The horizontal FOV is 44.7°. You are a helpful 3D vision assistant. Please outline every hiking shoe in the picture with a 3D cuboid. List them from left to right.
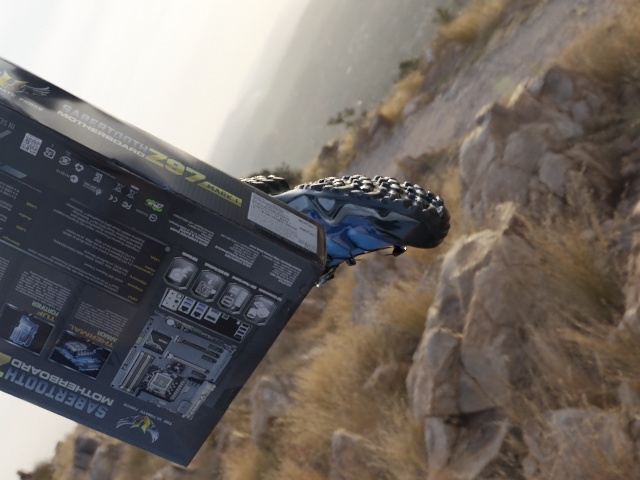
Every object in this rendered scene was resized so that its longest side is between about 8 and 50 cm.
[{"bbox_3d":[0.000,0.000,0.828,0.113,0.304,0.132,-17,-73,-53],"label":"hiking shoe"}]

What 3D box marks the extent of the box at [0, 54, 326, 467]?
[{"bbox_3d":[-0.140,0.020,0.465,0.183,0.232,0.059,-57,15,25],"label":"box"}]
